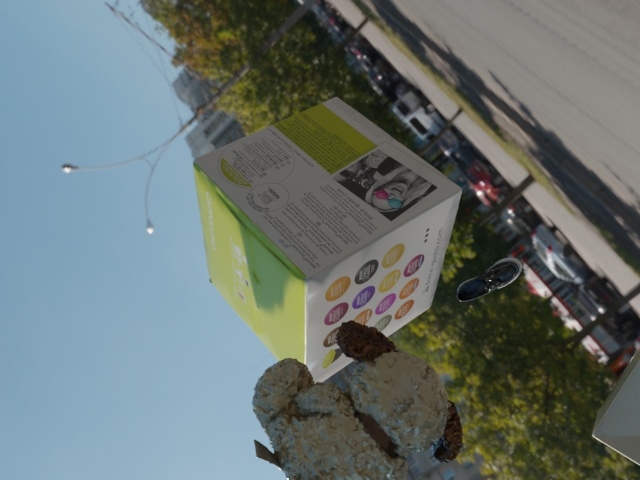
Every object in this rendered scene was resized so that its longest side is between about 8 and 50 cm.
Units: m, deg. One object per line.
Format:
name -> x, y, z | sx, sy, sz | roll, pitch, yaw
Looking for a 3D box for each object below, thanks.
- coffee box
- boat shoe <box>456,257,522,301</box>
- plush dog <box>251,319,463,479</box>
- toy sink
coffee box -> 0.000, 0.000, 1.229 | 0.338, 0.334, 0.338 | 44, 150, 31
boat shoe -> 0.328, 0.082, 1.289 | 0.049, 0.142, 0.040 | 55, -149, -1
plush dog -> 0.059, 0.236, 0.855 | 0.262, 0.225, 0.210 | 47, -178, -3
toy sink -> 0.512, 0.205, 0.923 | 0.152, 0.234, 0.131 | 30, -165, 22
